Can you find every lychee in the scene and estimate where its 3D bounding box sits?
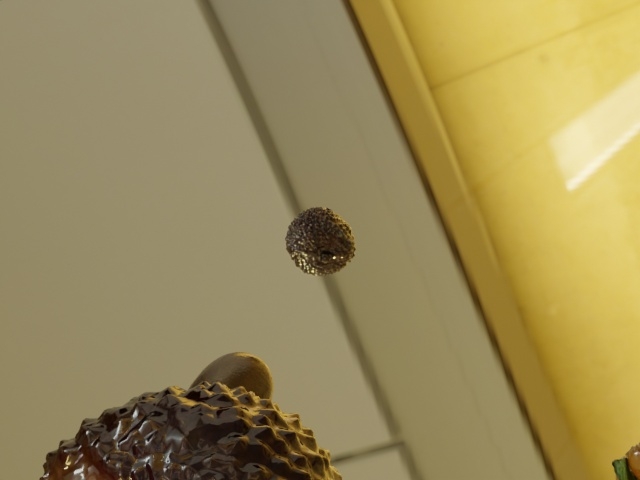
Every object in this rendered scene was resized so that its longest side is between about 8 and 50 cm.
[{"bbox_3d":[-0.059,0.167,0.783,0.188,0.188,0.188,33,-133,-44],"label":"lychee"},{"bbox_3d":[0.000,0.000,1.414,0.083,0.068,0.067,-94,-1,-70],"label":"lychee"}]

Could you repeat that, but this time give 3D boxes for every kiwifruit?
[{"bbox_3d":[-0.085,0.146,1.263,0.075,0.075,0.124,57,-138,-20],"label":"kiwifruit"}]

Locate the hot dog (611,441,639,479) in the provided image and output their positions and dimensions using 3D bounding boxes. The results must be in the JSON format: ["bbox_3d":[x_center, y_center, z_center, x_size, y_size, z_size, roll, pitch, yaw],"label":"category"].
[{"bbox_3d":[0.332,0.256,1.147,0.250,0.104,0.076,52,-145,15],"label":"hot dog"}]
